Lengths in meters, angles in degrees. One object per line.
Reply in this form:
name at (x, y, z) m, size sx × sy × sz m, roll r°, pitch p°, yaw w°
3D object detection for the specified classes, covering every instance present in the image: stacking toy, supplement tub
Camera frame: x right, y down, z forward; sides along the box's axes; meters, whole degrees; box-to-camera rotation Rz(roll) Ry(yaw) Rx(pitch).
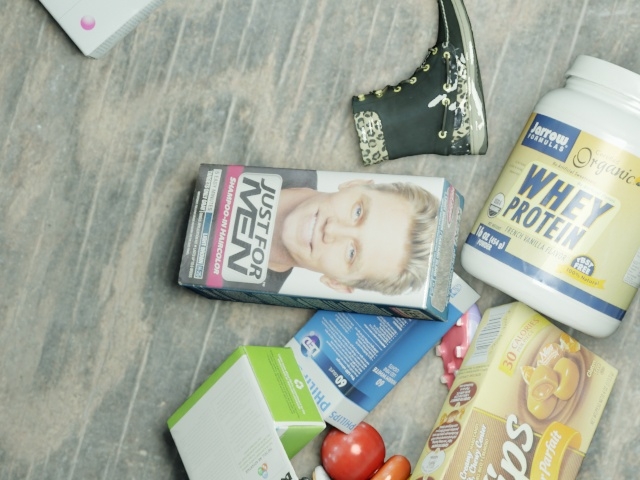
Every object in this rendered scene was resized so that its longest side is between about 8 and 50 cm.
stacking toy at (0.130, 0.376, 1.863) m, size 0.330 × 0.141 × 0.141 m, roll 41°, pitch 94°, yaw 7°
supplement tub at (0.345, -0.057, 1.774) m, size 0.228 × 0.228 × 0.316 m, roll 27°, pitch 94°, yaw 2°

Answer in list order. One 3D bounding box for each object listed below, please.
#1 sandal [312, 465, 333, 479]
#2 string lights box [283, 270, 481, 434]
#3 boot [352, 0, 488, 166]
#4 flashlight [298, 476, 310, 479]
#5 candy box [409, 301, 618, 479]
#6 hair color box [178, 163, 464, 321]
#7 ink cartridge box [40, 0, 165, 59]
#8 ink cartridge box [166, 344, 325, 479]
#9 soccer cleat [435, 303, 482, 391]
sandal at (0.010, 0.445, 1.887) m, size 0.076 × 0.102 × 0.265 m, roll -16°, pitch 86°, yaw 8°
string lights box at (0.073, 0.117, 1.845) m, size 0.259 × 0.077 × 0.133 m, roll -47°, pitch 51°, yaw 5°
boot at (0.126, -0.219, 1.854) m, size 0.179 × 0.085 × 0.236 m, roll -9°, pitch 92°, yaw 7°
flashlight at (-0.078, 0.473, 1.896) m, size 0.103 × 0.103 × 0.304 m, roll 6°, pitch 88°, yaw 7°
candy box at (0.245, 0.260, 1.777) m, size 0.183 × 0.087 × 0.316 m, roll 34°, pitch 67°, yaw -17°
hair color box at (0.000, 0.000, 1.793) m, size 0.347 × 0.105 × 0.174 m, roll 4°, pitch 78°, yaw 22°
ink cartridge box at (-0.295, -0.477, 1.881) m, size 0.330 × 0.071 × 0.324 m, roll -40°, pitch 89°, yaw 6°
ink cartridge box at (-0.078, 0.293, 1.794) m, size 0.189 × 0.097 × 0.255 m, roll -46°, pitch 56°, yaw 32°
soccer cleat at (0.219, 0.198, 1.876) m, size 0.095 × 0.083 × 0.248 m, roll -5°, pitch 89°, yaw -20°
